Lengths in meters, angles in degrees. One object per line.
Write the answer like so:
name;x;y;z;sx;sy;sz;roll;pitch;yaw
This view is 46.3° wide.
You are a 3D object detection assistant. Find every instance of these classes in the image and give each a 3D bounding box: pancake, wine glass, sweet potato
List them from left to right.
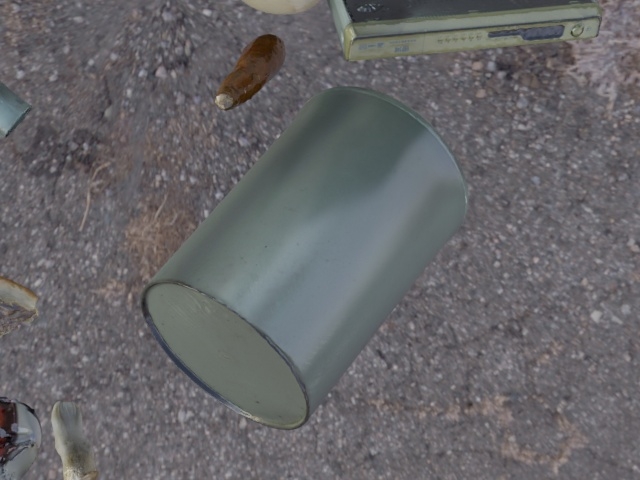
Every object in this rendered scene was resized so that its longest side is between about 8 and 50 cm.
wine glass;-0.703;-0.312;1.503;0.231;0.103;0.103;40;96;-17
pancake;-0.756;0.147;1.629;0.266;0.057;0.244;14;135;-20
sweet potato;-0.080;-0.222;0.946;0.057;0.264;0.057;4;117;8

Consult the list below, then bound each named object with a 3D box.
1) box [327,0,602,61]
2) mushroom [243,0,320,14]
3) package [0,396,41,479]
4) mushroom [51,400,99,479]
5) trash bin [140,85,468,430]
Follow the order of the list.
box;0.145;-0.271;0.827;0.270;0.211;0.045;-5;132;-3
mushroom;0.009;-0.477;1.141;0.336;0.314;0.314;12;105;-17
package;-0.317;0.160;0.574;0.040;0.166;0.232;-35;122;25
mushroom;-0.442;0.359;1.327;0.059;0.202;0.054;4;118;-33
trash bin;0.000;0.000;0.976;0.280;0.280;0.432;54;54;-21
